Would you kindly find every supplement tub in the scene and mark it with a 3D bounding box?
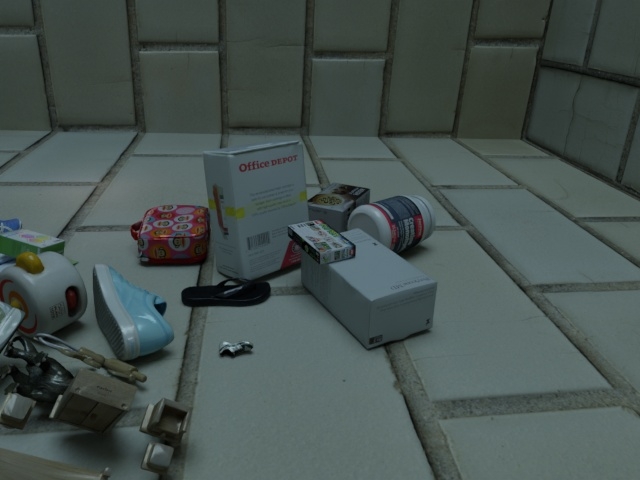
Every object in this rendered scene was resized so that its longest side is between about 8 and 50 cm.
[{"bbox_3d":[0.246,-0.051,1.855,0.272,0.191,0.191,-17,31,-37],"label":"supplement tub"}]

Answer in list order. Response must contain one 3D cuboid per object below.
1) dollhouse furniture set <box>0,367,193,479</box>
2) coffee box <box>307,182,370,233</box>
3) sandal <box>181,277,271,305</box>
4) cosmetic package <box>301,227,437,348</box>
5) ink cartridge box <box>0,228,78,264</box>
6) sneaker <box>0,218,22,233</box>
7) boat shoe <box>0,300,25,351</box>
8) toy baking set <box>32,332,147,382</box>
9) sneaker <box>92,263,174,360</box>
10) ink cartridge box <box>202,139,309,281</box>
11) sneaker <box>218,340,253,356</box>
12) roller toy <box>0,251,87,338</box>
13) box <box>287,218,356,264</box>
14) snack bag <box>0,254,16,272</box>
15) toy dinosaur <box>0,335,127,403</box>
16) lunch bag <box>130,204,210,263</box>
[{"bbox_3d":[-0.417,0.420,0.885,0.303,0.174,0.356,26,48,-20],"label":"dollhouse furniture set"},{"bbox_3d":[0.064,-0.118,2.073,0.168,0.119,0.297,12,26,22],"label":"coffee box"},{"bbox_3d":[-0.265,0.143,1.528,0.254,0.054,0.097,-4,25,-15],"label":"sandal"},{"bbox_3d":[0.120,0.118,1.503,0.217,0.156,0.385,-14,27,-27],"label":"cosmetic package"},{"bbox_3d":[-0.868,0.025,1.661,0.209,0.062,0.109,16,14,8],"label":"ink cartridge box"},{"bbox_3d":[-1.107,-0.041,1.812,0.080,0.081,0.211,13,24,25],"label":"sneaker"},{"bbox_3d":[-0.729,0.248,1.083,0.103,0.118,0.320,37,41,-17],"label":"boat shoe"},{"bbox_3d":[-0.495,0.247,1.154,0.256,0.197,0.030,8,66,37],"label":"toy baking set"},{"bbox_3d":[-0.479,0.173,1.372,0.150,0.135,0.366,-5,33,-35],"label":"sneaker"},{"bbox_3d":[-0.189,-0.104,1.667,0.279,0.385,0.160,-19,23,-39],"label":"ink cartridge box"},{"bbox_3d":[-0.204,0.265,1.302,0.083,0.032,0.037,-3,38,-1],"label":"sneaker"},{"bbox_3d":[-0.689,0.135,1.327,0.209,0.191,0.146,-36,-1,38],"label":"roller toy"},{"bbox_3d":[0.000,0.000,1.530,0.114,0.036,0.207,-11,28,-25],"label":"box"},{"bbox_3d":[-1.029,0.093,1.577,0.342,0.037,0.323,20,29,33],"label":"snack bag"},{"bbox_3d":[-0.566,0.285,1.110,0.313,0.160,0.121,5,56,34],"label":"toy dinosaur"},{"bbox_3d":[-0.504,-0.028,1.805,0.258,0.120,0.293,-1,25,-7],"label":"lunch bag"}]
